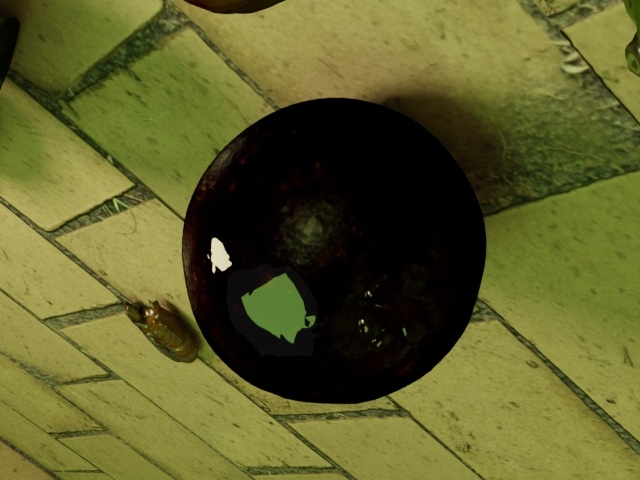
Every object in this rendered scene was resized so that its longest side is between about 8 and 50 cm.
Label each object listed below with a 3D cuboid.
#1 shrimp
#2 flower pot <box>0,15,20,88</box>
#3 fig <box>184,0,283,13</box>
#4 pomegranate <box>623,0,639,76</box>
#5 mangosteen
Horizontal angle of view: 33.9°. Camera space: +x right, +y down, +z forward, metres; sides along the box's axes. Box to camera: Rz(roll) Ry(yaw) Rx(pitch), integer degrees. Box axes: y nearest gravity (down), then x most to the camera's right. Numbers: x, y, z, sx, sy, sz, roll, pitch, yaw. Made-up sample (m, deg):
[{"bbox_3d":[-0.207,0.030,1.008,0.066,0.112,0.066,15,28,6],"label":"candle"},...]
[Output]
[{"bbox_3d":[-0.265,0.143,1.667,0.133,0.051,0.187,14,150,24],"label":"shrimp"},{"bbox_3d":[-0.527,-0.169,1.107,0.330,0.293,0.293,24,152,-13],"label":"flower pot"},{"bbox_3d":[-0.005,-0.284,0.730,0.290,0.190,0.190,-32,124,11],"label":"fig"},{"bbox_3d":[0.318,-0.149,0.569,0.302,0.235,0.236,-9,139,15],"label":"pomegranate"},{"bbox_3d":[0.014,0.003,1.008,0.297,0.313,0.296,1,111,2],"label":"mangosteen"}]
